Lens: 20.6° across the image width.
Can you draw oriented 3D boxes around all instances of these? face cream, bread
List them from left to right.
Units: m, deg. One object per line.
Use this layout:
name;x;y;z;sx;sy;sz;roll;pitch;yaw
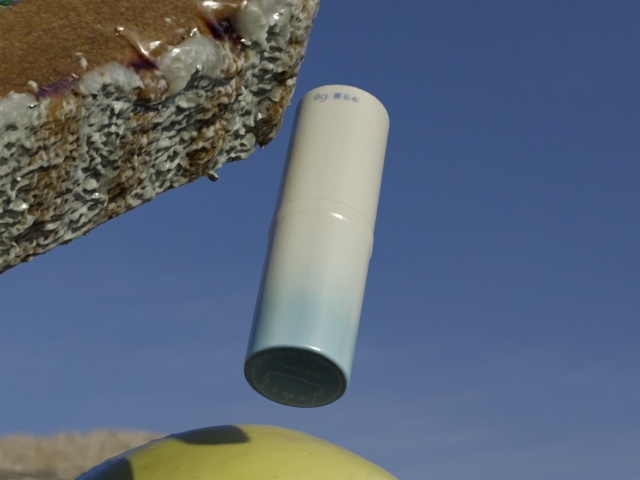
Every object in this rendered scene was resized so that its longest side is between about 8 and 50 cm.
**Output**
bread;-0.173;-0.082;1.179;0.113;0.416;0.165;39;-45;23
face cream;0.000;0.000;1.280;0.077;0.250;0.077;6;-40;6

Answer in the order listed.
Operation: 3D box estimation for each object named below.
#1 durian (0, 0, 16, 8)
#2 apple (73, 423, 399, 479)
durian;-0.336;-0.151;1.208;0.375;0.107;0.132;7;-65;-11
apple;-0.093;0.386;1.623;0.473;0.474;0.474;6;-28;3
